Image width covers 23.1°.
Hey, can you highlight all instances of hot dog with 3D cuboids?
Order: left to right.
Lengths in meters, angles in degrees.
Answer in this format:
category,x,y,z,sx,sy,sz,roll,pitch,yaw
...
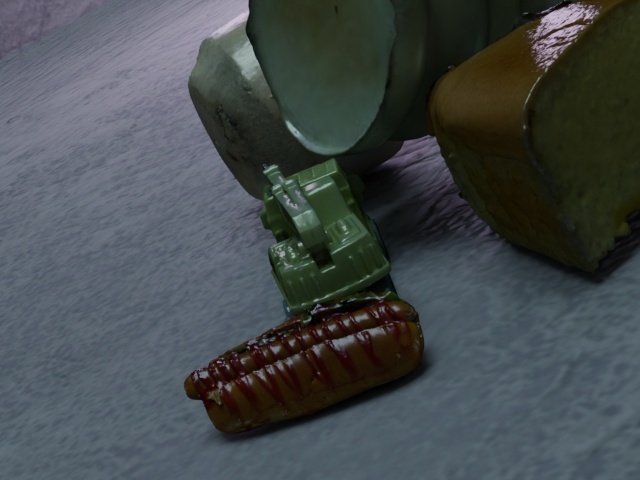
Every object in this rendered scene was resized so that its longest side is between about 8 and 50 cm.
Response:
category,x,y,z,sx,sy,sz,roll,pitch,yaw
hot dog,-0.010,0.069,0.900,0.144,0.038,0.062,-20,51,12

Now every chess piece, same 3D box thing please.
category,x,y,z,sx,sy,sz,roll,pitch,yaw
chess piece,0.132,-0.171,1.118,0.330,0.182,0.182,-12,11,-30

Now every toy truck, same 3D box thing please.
category,x,y,z,sx,sy,sz,roll,pitch,yaw
toy truck,0.000,0.000,0.996,0.077,0.100,0.169,-21,20,5

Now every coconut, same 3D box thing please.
category,x,y,z,sx,sy,sz,roll,pitch,yaw
coconut,-0.003,-0.120,1.222,0.183,0.171,0.171,-32,20,-8

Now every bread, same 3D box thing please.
category,x,y,z,sx,sy,sz,roll,pitch,yaw
bread,0.163,-0.077,0.958,0.160,0.140,0.169,-35,20,-12
